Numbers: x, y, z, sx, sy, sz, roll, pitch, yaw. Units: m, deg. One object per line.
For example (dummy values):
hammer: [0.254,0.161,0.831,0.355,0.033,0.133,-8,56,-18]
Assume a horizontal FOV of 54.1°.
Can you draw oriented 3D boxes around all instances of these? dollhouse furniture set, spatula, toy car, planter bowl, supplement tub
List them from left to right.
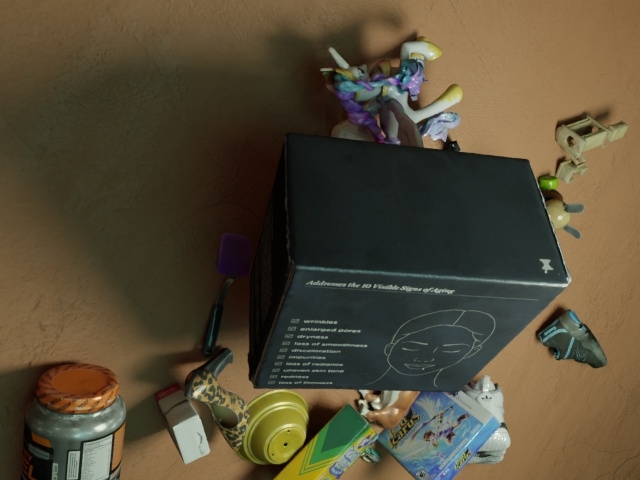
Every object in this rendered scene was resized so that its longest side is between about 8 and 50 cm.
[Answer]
supplement tub: [-0.504,0.427,1.283,0.194,0.193,0.316,2,105,-30]
spatula: [-0.222,0.130,1.435,0.084,0.030,0.296,11,101,-35]
planter bowl: [-0.105,0.499,1.597,0.217,0.090,0.217,-11,113,-27]
toy car: [0.670,-0.081,1.775,0.149,0.188,0.155,-18,115,-23]
dollhouse furniture set: [0.777,-0.277,1.848,0.182,0.101,0.161,-20,140,-23]

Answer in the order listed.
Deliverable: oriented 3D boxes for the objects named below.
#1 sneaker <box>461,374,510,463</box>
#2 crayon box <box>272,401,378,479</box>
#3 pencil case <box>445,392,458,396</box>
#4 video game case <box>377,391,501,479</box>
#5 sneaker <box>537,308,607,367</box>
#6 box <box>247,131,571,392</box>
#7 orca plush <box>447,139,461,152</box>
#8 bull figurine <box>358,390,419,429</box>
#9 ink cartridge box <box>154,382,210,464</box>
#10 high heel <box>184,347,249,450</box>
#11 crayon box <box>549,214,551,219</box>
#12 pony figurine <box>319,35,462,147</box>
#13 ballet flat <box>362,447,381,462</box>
sneaker: [0.489,0.554,1.916,0.137,0.210,0.366,1,149,3]
crayon box: [0.003,0.587,1.644,0.323,0.083,0.203,-43,152,-9]
pencil case: [0.409,0.357,1.811,0.206,0.086,0.088,-36,154,-39]
video game case: [0.325,0.538,1.763,0.269,0.244,0.061,-44,121,-10]
sneaker: [0.839,0.343,2.086,0.140,0.125,0.341,-36,129,19]
box: [0.125,0.074,1.232,0.480,0.297,0.471,5,146,-13]
orca plush: [0.333,-0.108,1.611,0.102,0.151,0.287,-12,111,-12]
bull figurine: [0.224,0.381,1.739,0.188,0.101,0.310,30,89,-30]
ink cartridge box: [-0.312,0.410,1.411,0.063,0.150,0.109,-21,116,-22]
high heel: [-0.244,0.397,1.428,0.186,0.093,0.261,-37,123,-65]
crayon box: [0.453,0.086,1.656,0.363,0.106,0.313,-45,148,4]
pony figurine: [0.159,-0.274,1.395,0.363,0.303,0.351,-25,111,-37]
ballet flat: [0.133,0.609,1.803,0.041,0.041,0.114,-46,122,-8]
